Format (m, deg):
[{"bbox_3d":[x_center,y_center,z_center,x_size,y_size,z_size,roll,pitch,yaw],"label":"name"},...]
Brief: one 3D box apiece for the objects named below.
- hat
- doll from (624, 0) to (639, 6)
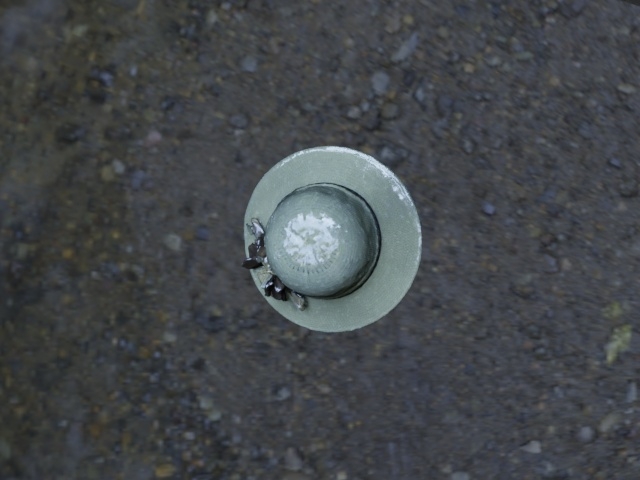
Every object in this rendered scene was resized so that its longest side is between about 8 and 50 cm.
[{"bbox_3d":[0.000,0.000,1.649,0.257,0.130,0.257,1,92,14],"label":"hat"},{"bbox_3d":[0.232,-0.179,0.514,0.330,0.174,0.235,12,126,-6],"label":"doll"}]
